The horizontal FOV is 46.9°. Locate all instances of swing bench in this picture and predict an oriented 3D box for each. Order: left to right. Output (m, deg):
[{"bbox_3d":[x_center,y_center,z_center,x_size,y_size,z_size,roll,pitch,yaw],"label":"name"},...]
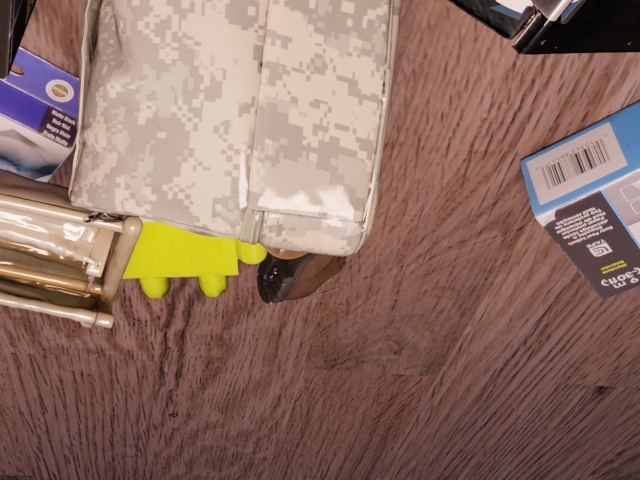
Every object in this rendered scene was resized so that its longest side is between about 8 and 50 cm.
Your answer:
[{"bbox_3d":[-0.330,-0.019,0.788,0.253,0.165,0.255,13,136,-17],"label":"swing bench"}]

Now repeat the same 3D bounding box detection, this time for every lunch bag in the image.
[{"bbox_3d":[-0.078,-0.152,0.631,0.256,0.212,0.305,6,100,-8],"label":"lunch bag"}]

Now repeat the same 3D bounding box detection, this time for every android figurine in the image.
[{"bbox_3d":[-0.194,-0.016,0.965,0.248,0.056,0.273,0,141,-3],"label":"android figurine"}]

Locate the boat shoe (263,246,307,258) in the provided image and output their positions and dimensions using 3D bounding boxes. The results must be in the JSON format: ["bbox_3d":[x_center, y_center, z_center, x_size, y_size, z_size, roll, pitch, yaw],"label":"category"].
[{"bbox_3d":[-0.092,-0.119,0.810,0.109,0.098,0.302,-31,116,0],"label":"boat shoe"}]

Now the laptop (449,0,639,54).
[{"bbox_3d":[0.186,-0.324,0.397,0.408,0.236,0.382,-13,151,-42],"label":"laptop"}]

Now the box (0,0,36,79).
[{"bbox_3d":[-0.278,-0.253,0.610,0.077,0.147,0.180,11,136,-17],"label":"box"}]

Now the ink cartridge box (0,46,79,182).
[{"bbox_3d":[-0.394,-0.135,0.816,0.223,0.045,0.224,27,131,-30],"label":"ink cartridge box"}]

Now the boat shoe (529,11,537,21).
[{"bbox_3d":[0.220,-0.238,0.730,0.170,0.059,0.063,16,136,-21],"label":"boat shoe"}]

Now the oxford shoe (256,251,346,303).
[{"bbox_3d":[0.000,0.000,0.993,0.096,0.083,0.227,1,144,-34],"label":"oxford shoe"}]

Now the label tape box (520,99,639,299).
[{"bbox_3d":[0.446,-0.031,0.954,0.240,0.106,0.333,-28,134,26],"label":"label tape box"}]
